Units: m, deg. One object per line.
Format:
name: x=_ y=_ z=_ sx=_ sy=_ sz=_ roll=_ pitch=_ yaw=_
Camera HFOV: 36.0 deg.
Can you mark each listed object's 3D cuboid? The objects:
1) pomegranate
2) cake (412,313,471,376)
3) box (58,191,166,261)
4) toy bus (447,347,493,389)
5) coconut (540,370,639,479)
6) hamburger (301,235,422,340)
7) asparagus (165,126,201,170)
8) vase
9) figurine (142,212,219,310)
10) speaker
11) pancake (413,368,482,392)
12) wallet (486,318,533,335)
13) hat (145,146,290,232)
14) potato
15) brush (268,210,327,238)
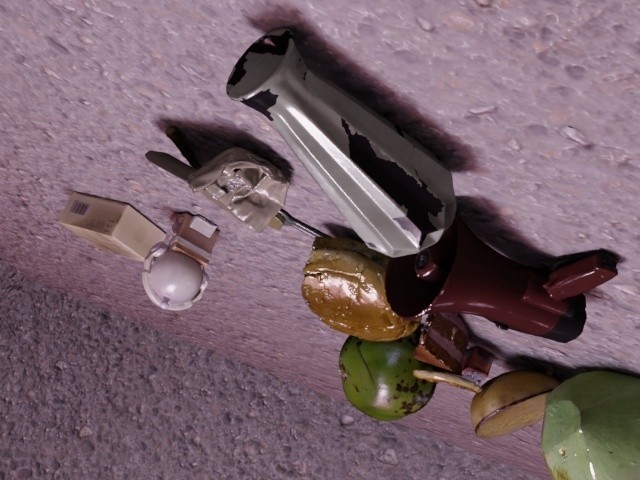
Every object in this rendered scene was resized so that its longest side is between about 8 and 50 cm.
pomegranate: x=0.173 y=0.307 z=2.331 sx=0.270 sy=0.254 sz=0.254 roll=7 pitch=167 yaw=-13
cake: x=0.243 y=0.201 z=2.087 sx=0.113 sy=0.116 sz=0.295 roll=17 pitch=165 yaw=20
box: x=-0.526 y=-0.031 z=2.494 sx=0.212 sy=0.095 sz=0.168 roll=13 pitch=159 yaw=35
toy bus: x=0.346 y=0.305 z=2.345 sx=0.065 sy=0.077 sz=0.192 roll=28 pitch=162 yaw=-6
coconut: x=0.590 y=0.412 z=1.997 sx=0.328 sy=0.281 sz=0.328 roll=46 pitch=-167 yaw=-14
hamburger: x=0.098 y=0.108 z=1.950 sx=0.211 sy=0.132 sz=0.309 roll=10 pitch=154 yaw=24
asparagus: x=-0.242 y=-0.149 z=1.854 sx=0.248 sy=0.024 sz=0.025 roll=64 pitch=180 yaw=-66
vase: x=0.037 y=-0.125 z=1.327 sx=0.165 sy=0.165 sz=0.360 roll=4 pitch=150 yaw=50
figurine: x=-0.323 y=0.054 z=2.242 sx=0.162 sy=0.236 sz=0.141 roll=30 pitch=156 yaw=-29
speaker: x=0.306 y=0.045 z=1.570 sx=0.329 sy=0.198 sz=0.259 roll=15 pitch=128 yaw=-20
pancake: x=0.280 y=0.308 z=2.178 sx=0.158 sy=0.028 sz=0.158 roll=14 pitch=174 yaw=2
wallet: x=0.336 y=0.117 z=1.829 sx=0.182 sy=0.049 sz=0.229 roll=8 pitch=159 yaw=44
hat: x=-0.176 y=-0.127 z=1.738 sx=0.244 sy=0.149 sz=0.214 roll=47 pitch=-174 yaw=34
potato: x=0.443 y=0.347 z=2.214 sx=0.239 sy=0.116 sz=0.299 roll=-20 pitch=157 yaw=8
brush: x=0.000 y=0.000 z=1.967 sx=0.266 sy=0.027 sz=0.062 roll=27 pitch=156 yaw=-9
